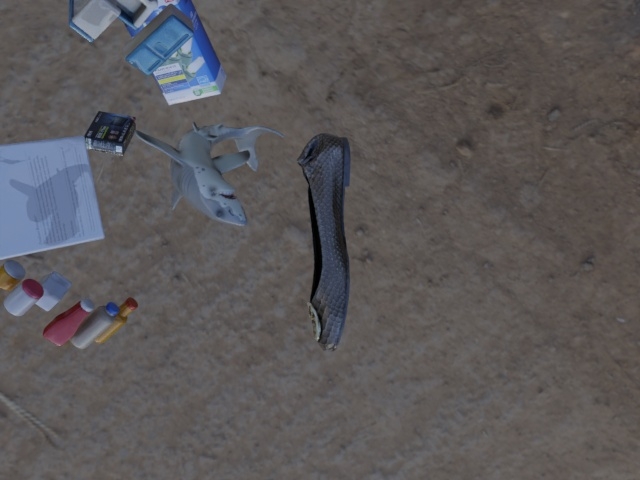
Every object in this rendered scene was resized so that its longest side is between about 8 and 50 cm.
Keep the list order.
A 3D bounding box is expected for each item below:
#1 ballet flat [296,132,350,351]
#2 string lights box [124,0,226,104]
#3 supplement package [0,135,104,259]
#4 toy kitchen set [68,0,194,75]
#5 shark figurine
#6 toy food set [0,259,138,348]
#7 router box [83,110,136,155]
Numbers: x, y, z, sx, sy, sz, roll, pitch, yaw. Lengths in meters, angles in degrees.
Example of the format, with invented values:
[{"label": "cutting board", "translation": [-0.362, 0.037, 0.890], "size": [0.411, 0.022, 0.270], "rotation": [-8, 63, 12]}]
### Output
[{"label": "ballet flat", "translation": [0.000, 0.000, 0.767], "size": [0.058, 0.084, 0.250], "rotation": [2, 86, -15]}, {"label": "string lights box", "translation": [-0.315, -0.426, 1.432], "size": [0.133, 0.077, 0.260], "rotation": [-9, 135, 16]}, {"label": "supplement package", "translation": [-0.533, -0.059, 1.082], "size": [0.292, 0.175, 0.178], "rotation": [-14, 99, -36]}, {"label": "toy kitchen set", "translation": [-0.308, -0.324, 1.058], "size": [0.122, 0.166, 0.207], "rotation": [-34, 140, 22]}, {"label": "shark figurine", "translation": [-0.159, -0.094, 0.895], "size": [0.166, 0.278, 0.116], "rotation": [24, 118, -7]}, {"label": "toy food set", "translation": [-0.434, 0.102, 1.157], "size": [0.104, 0.111, 0.232], "rotation": [-41, 120, 12]}, {"label": "router box", "translation": [-0.500, -0.257, 1.602], "size": [0.092, 0.122, 0.038], "rotation": [8, 131, -4]}]
